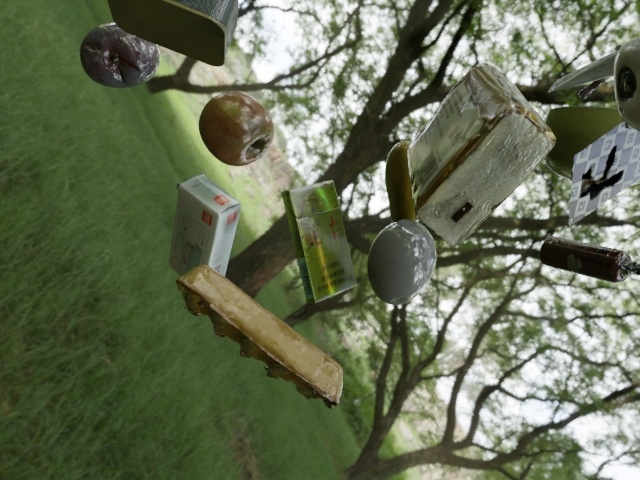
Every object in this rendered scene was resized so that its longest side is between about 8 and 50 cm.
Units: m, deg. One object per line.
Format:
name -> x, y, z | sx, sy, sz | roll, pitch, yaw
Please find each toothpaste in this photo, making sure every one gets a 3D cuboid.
toothpaste -> 0.765, -0.462, 1.473 | 0.323, 0.100, 0.066 | -13, -65, 45

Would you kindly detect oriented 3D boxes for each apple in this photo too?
apple -> -0.222, -0.294, 1.471 | 0.174, 0.188, 0.188 | 48, -10, 14
apple -> 0.847, -0.296, 1.649 | 0.360, 0.320, 0.312 | 15, -44, 26

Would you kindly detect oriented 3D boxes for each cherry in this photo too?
cherry -> -0.441, -0.414, 1.258 | 0.176, 0.176, 0.140 | -137, -147, -68

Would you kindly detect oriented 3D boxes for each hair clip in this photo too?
hair clip -> 0.868, -0.513, 1.681 | 0.056, 0.187, 0.146 | 39, -22, 7

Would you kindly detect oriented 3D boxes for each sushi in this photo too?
sushi -> 0.607, -0.165, 1.210 | 0.043, 0.279, 0.193 | 34, -32, 46

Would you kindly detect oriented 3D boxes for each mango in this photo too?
mango -> 0.234, -0.149, 1.552 | 0.156, 0.114, 0.251 | -146, -122, -66

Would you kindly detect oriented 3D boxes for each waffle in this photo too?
waffle -> -0.117, 0.186, 1.074 | 0.348, 0.078, 0.304 | 38, -18, 0

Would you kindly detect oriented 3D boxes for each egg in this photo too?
egg -> 0.210, 0.063, 1.481 | 0.176, 0.176, 0.232 | 51, -51, 55

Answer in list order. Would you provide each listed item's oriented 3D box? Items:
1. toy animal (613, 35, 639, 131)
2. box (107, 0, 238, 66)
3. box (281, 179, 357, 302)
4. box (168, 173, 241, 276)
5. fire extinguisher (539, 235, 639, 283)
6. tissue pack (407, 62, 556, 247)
toy animal -> 0.536, -0.257, 0.806 | 0.165, 0.235, 0.187 | 12, 25, -36
box -> -0.237, -0.387, 0.927 | 0.200, 0.090, 0.144 | 20, -14, -5
box -> 0.000, 0.000, 1.553 | 0.043, 0.172, 0.312 | -8, -83, 47
box -> -0.281, -0.014, 1.336 | 0.135, 0.079, 0.270 | 36, -49, 18
fire extinguisher -> 0.821, 0.062, 1.679 | 0.138, 0.102, 0.344 | 15, 2, -34
tissue pack -> 0.197, -0.125, 0.749 | 0.091, 0.183, 0.226 | 35, 27, -12
